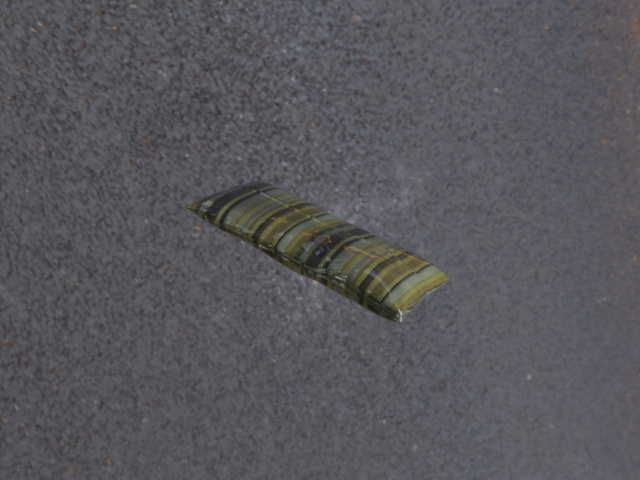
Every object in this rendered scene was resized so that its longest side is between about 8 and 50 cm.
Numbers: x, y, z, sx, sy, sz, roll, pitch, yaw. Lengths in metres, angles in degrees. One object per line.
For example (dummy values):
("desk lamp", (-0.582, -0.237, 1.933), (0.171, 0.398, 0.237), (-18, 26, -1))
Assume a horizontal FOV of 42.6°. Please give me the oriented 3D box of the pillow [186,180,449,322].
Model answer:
("pillow", (0.000, 0.000, 0.678), (0.113, 0.203, 0.038), (-26, 139, -59))
